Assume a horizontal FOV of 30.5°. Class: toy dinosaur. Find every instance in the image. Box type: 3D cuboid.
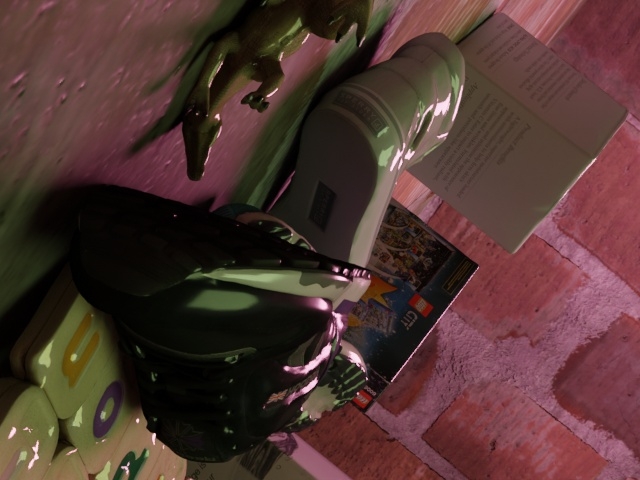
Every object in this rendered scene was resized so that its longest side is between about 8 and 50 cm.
[{"bbox_3d":[-0.008,-0.101,0.497,0.183,0.053,0.092,-44,-169,6],"label":"toy dinosaur"}]

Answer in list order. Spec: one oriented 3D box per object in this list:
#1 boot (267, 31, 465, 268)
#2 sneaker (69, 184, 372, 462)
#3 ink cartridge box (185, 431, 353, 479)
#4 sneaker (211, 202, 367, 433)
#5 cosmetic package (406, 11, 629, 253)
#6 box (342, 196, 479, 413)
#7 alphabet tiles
[{"bbox_3d":[0.034,-0.043,0.869,0.123,0.095,0.258,-39,168,-31],"label":"boot"},{"bbox_3d":[-0.044,0.056,0.569,0.283,0.107,0.124,21,89,-74],"label":"sneaker"},{"bbox_3d":[-0.076,0.235,0.896,0.198,0.273,0.115,-51,177,2],"label":"ink cartridge box"},{"bbox_3d":[-0.048,0.051,0.821,0.107,0.110,0.275,-34,153,-8],"label":"sneaker"},{"bbox_3d":[0.200,-0.118,1.263,0.151,0.183,0.151,-55,173,38],"label":"cosmetic package"},{"bbox_3d":[0.034,0.035,1.057,0.044,0.159,0.233,-55,173,35],"label":"box"},{"bbox_3d":[-0.117,0.137,0.606,0.284,0.021,0.278,83,26,-53],"label":"alphabet tiles"}]
